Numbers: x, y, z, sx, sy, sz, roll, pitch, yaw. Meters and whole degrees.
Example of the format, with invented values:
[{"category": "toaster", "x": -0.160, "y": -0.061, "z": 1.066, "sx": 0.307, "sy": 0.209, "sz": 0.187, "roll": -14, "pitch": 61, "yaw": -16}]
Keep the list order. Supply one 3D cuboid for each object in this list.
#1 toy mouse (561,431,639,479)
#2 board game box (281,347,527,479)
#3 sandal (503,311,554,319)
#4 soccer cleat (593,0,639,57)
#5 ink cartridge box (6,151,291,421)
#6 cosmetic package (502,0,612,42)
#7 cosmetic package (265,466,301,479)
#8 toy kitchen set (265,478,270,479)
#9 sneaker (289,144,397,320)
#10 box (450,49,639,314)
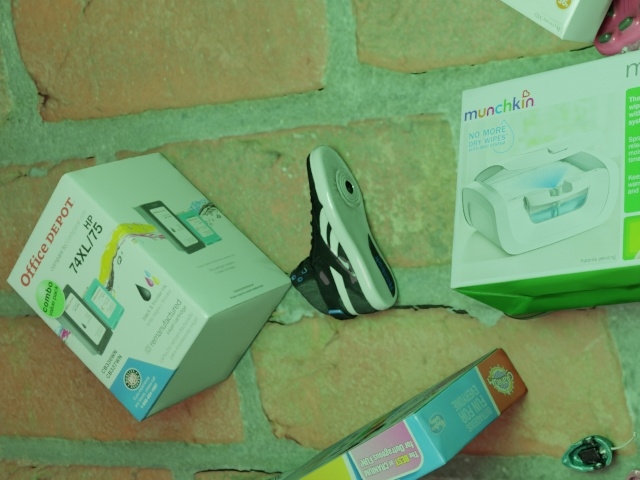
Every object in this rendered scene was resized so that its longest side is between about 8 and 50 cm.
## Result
[{"category": "toy mouse", "x": 0.337, "y": 0.272, "z": 1.497, "sx": 0.161, "sy": 0.031, "sz": 0.143, "roll": 30, "pitch": 116, "yaw": 22}, {"category": "board game box", "x": 0.066, "y": 0.256, "z": 1.536, "sx": 0.316, "sy": 0.242, "sz": 0.064, "roll": -36, "pitch": 84, "yaw": 34}, {"category": "sandal", "x": 0.329, "y": 0.015, "z": 1.408, "sx": 0.303, "sy": 0.086, "sz": 0.120, "roll": -17, "pitch": 57, "yaw": 33}, {"category": "soccer cleat", "x": 0.404, "y": -0.277, "z": 1.273, "sx": 0.331, "sy": 0.143, "sz": 0.116, "roll": -49, "pitch": 30, "yaw": 48}, {"category": "ink cartridge box", "x": -0.224, "y": 0.053, "z": 1.689, "sx": 0.270, "sy": 0.197, "sz": 0.198, "roll": 43, "pitch": 120, "yaw": 16}, {"category": "cosmetic package", "x": 0.208, "y": -0.306, "z": 1.373, "sx": 0.239, "sy": 0.060, "sz": 0.098, "roll": 42, "pitch": 123, "yaw": 38}, {"category": "cosmetic package", "x": -0.035, "y": 0.429, "z": 1.708, "sx": 0.117, "sy": 0.085, "sz": 0.231, "roll": -22, "pitch": 90, "yaw": -3}, {"category": "toy kitchen set", "x": -0.096, "y": 0.378, "z": 1.793, "sx": 0.068, "sy": 0.075, "sz": 0.083, "roll": 66, "pitch": 163, "yaw": 5}, {"category": "sneaker", "x": 0.000, "y": 0.000, "z": 1.608, "sx": 0.121, "sy": 0.079, "sz": 0.216, "roll": -21, "pitch": 92, "yaw": 32}, {"category": "box", "x": 0.281, "y": -0.056, "z": 1.333, "sx": 0.262, "sy": 0.127, "sz": 0.231, "roll": -8, "pitch": 69, "yaw": 39}]
